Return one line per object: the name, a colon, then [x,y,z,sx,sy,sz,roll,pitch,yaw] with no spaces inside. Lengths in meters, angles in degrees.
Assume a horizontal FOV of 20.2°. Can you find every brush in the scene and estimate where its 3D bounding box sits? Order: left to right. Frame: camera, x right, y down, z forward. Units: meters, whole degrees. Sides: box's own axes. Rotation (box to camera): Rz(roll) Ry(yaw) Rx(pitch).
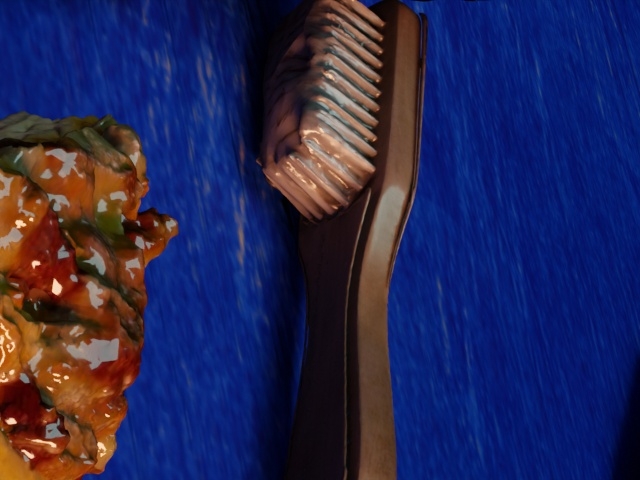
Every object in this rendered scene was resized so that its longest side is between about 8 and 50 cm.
brush: [0.000,0.000,0.772,0.065,0.070,0.327,32,40,-27]

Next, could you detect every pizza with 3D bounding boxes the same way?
pizza: [-0.085,0.012,0.545,0.154,0.069,0.194,56,28,-27]
